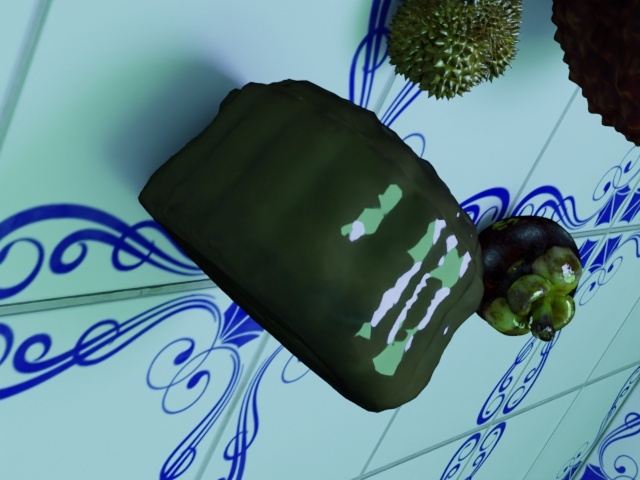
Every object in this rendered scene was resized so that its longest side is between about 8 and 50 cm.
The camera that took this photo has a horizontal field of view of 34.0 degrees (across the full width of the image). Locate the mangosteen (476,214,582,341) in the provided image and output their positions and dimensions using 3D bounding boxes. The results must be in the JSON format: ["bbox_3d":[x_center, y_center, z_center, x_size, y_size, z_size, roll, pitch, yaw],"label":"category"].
[{"bbox_3d":[0.319,0.069,1.601,0.192,0.217,0.192,-11,133,-12],"label":"mangosteen"}]

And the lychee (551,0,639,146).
[{"bbox_3d":[0.480,-0.289,1.237,0.424,0.424,0.500,-44,166,-12],"label":"lychee"}]

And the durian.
[{"bbox_3d":[0.144,-0.226,1.105,0.168,0.137,0.158,80,34,-68],"label":"durian"}]

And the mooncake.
[{"bbox_3d":[0.000,0.002,0.969,0.187,0.324,0.324,-48,151,-11],"label":"mooncake"}]
